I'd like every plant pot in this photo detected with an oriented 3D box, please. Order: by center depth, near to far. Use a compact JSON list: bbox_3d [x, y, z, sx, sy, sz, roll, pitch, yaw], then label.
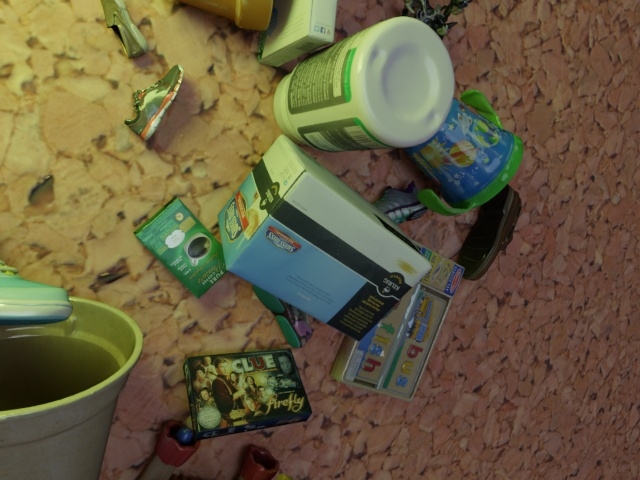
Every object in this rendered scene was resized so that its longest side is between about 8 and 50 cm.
[{"bbox_3d":[-0.470,0.293,0.718,0.334,0.334,0.305,2,108,-30],"label":"plant pot"},{"bbox_3d":[-0.184,-0.493,0.809,0.188,0.205,0.205,0,98,-15],"label":"plant pot"}]

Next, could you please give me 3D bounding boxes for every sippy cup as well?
[{"bbox_3d":[0.332,-0.229,1.130,0.224,0.305,0.240,34,123,-19],"label":"sippy cup"}]

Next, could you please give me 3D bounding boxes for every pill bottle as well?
[{"bbox_3d":[0.057,-0.274,0.873,0.204,0.361,0.204,-5,101,-29],"label":"pill bottle"}]

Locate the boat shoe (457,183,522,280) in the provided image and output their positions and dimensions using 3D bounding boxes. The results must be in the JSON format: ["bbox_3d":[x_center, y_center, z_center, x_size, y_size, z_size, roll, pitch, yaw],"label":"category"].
[{"bbox_3d":[0.503,-0.011,1.314,0.104,0.111,0.307,32,82,-29],"label":"boat shoe"}]

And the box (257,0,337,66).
[{"bbox_3d":[-0.042,-0.514,0.853,0.059,0.232,0.321,3,96,-31],"label":"box"}]

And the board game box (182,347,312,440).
[{"bbox_3d":[-0.155,0.317,0.969,0.243,0.165,0.042,2,134,-30],"label":"board game box"}]

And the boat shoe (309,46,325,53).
[{"bbox_3d":[-0.024,-0.484,0.968,0.063,0.059,0.170,-28,111,-23],"label":"boat shoe"}]

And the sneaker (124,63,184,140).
[{"bbox_3d":[-0.308,-0.267,0.844,0.065,0.061,0.158,30,82,-23],"label":"sneaker"}]

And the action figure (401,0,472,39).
[{"bbox_3d":[0.259,-0.564,1.063,0.164,0.141,0.275,-22,116,-7],"label":"action figure"}]

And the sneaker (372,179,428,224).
[{"bbox_3d":[0.156,-0.080,1.144,0.224,0.083,0.098,-18,71,-16],"label":"sneaker"}]

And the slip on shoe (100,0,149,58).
[{"bbox_3d":[-0.358,-0.388,0.801,0.041,0.051,0.135,-41,123,-21],"label":"slip on shoe"}]

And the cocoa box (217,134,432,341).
[{"bbox_3d":[0.000,0.000,0.928,0.347,0.231,0.228,33,105,-29],"label":"cocoa box"}]

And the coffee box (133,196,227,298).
[{"bbox_3d":[-0.269,0.017,0.921,0.113,0.040,0.184,-46,116,-15],"label":"coffee box"}]

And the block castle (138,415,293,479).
[{"bbox_3d":[-0.154,0.541,0.837,0.303,0.453,0.212,32,90,-29],"label":"block castle"}]

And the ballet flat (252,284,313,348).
[{"bbox_3d":[-0.079,0.149,1.040,0.079,0.077,0.221,-49,124,-35],"label":"ballet flat"}]

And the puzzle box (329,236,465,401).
[{"bbox_3d":[0.215,0.211,1.222,0.272,0.052,0.408,25,85,-31],"label":"puzzle box"}]

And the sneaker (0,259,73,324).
[{"bbox_3d":[-0.522,0.014,0.675,0.319,0.127,0.208,9,73,-10],"label":"sneaker"}]
